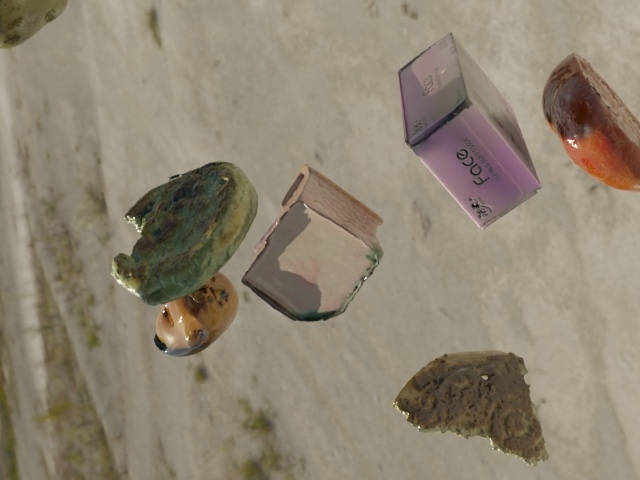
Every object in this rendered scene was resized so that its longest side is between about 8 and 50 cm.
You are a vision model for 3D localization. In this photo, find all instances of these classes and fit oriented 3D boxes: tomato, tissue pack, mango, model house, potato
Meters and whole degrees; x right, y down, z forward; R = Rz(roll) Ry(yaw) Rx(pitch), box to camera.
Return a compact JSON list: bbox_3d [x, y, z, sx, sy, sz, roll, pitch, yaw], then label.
[{"bbox_3d":[0.402,-0.157,1.460,0.095,0.237,0.236,-40,57,22],"label":"tomato"},{"bbox_3d":[0.176,-0.138,1.227,0.148,0.092,0.246,46,-160,-20],"label":"tissue pack"},{"bbox_3d":[-0.293,0.157,2.350,0.287,0.153,0.201,-27,84,55],"label":"mango"},{"bbox_3d":[0.000,0.000,1.947,0.237,0.202,0.237,-56,7,31],"label":"model house"},{"bbox_3d":[-0.560,-0.446,1.879,0.157,0.194,0.157,28,133,36],"label":"potato"}]

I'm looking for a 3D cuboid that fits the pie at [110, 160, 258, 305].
[{"bbox_3d":[-0.238,-0.019,1.756,0.067,0.302,0.302,46,-179,-39],"label":"pie"}]

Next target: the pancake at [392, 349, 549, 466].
[{"bbox_3d":[0.269,0.289,1.675,0.244,0.266,0.057,50,146,10],"label":"pancake"}]
